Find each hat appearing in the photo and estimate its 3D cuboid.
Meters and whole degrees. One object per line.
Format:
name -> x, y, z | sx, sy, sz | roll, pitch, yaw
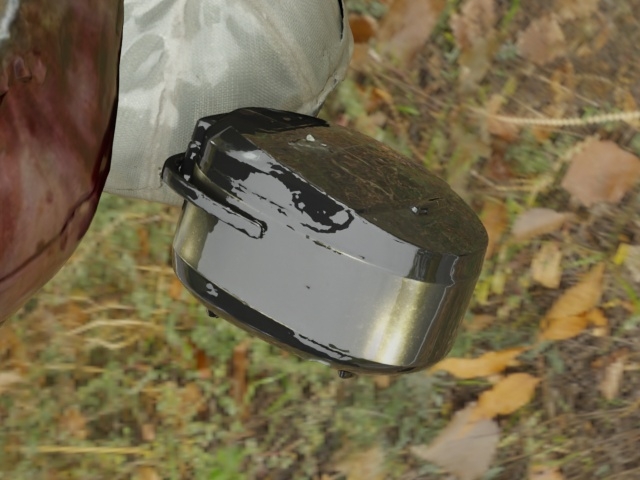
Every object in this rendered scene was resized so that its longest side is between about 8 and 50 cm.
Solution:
hat -> -0.116, -0.127, 0.919 | 0.275, 0.161, 0.232 | 17, 48, 41

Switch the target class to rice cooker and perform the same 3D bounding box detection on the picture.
rice cooker -> 0.000, 0.000, 0.763 | 0.165, 0.112, 0.106 | 21, 109, 28

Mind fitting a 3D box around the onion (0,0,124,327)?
onion -> -0.185, -0.074, 0.536 | 0.219, 0.252, 0.252 | 6, 88, 44
